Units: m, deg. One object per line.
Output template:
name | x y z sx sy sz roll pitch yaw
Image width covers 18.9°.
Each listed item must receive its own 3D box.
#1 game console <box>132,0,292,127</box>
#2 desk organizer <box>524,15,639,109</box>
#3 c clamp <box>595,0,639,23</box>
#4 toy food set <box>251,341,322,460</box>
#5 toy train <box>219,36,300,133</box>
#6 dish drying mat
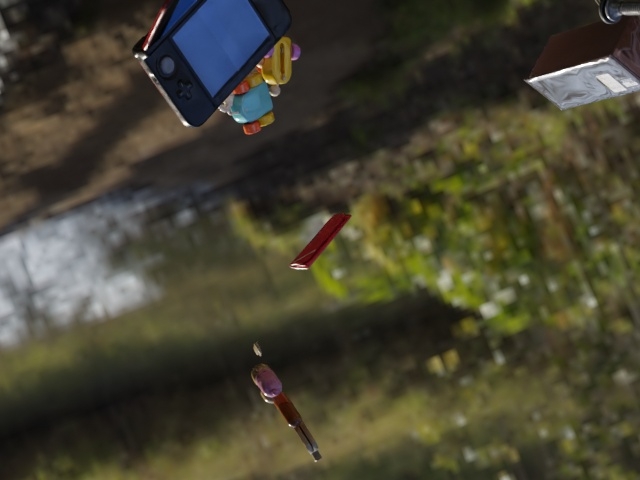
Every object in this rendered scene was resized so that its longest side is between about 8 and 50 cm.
game console | -0.069 -0.176 1.489 0.085 0.124 0.144 1 -137 49
desk organizer | 0.234 -0.152 1.626 0.050 0.047 0.130 -61 -159 -18
c clamp | 0.245 -0.191 1.434 0.022 0.137 0.160 -31 -155 -23
toy food set | -0.037 0.154 1.787 0.019 0.122 0.078 -31 173 -7
toy train | -0.083 -0.200 2.099 0.046 0.166 0.125 0 154 39
dish drying mat | 0.000 0.000 2.077 0.032 0.008 0.083 -3 -140 52
